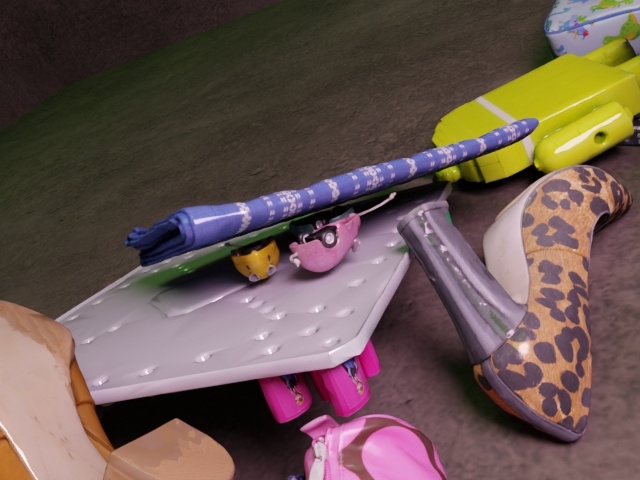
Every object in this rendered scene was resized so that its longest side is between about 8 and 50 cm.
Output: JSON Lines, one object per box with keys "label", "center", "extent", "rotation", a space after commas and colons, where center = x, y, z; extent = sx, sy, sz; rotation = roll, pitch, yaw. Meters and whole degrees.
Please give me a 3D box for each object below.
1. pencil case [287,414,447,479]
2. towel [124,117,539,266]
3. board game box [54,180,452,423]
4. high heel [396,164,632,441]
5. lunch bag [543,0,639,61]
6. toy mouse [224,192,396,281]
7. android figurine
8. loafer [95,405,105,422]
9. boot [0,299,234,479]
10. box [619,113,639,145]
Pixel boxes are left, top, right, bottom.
{"label": "pencil case", "center": [0.032, 0.186, 0.346], "extent": [0.095, 0.098, 0.209], "rotation": [-33, 26, 11]}
{"label": "towel", "center": [-0.002, -0.048, 0.632], "extent": [0.336, 0.040, 0.243], "rotation": [-19, 3, -25]}
{"label": "board game box", "center": [-0.089, 0.060, 0.620], "extent": [0.390, 0.050, 0.390], "rotation": [-14, 13, 23]}
{"label": "high heel", "center": [0.199, 0.039, 0.525], "extent": [0.261, 0.093, 0.186], "rotation": [-12, 61, -32]}
{"label": "lunch bag", "center": [0.398, -0.296, 0.882], "extent": [0.176, 0.090, 0.219], "rotation": [-7, 33, 35]}
{"label": "toy mouse", "center": [0.000, 0.000, 0.548], "extent": [0.143, 0.031, 0.161], "rotation": [-22, 11, -9]}
{"label": "android figurine", "center": [0.242, -0.140, 0.765], "extent": [0.273, 0.056, 0.248], "rotation": [-28, 22, 6]}
{"label": "loafer", "center": [-0.276, 0.168, 0.692], "extent": [0.148, 0.056, 0.050], "rotation": [-12, 37, 26]}
{"label": "boot", "center": [-0.182, 0.167, 0.395], "extent": [0.295, 0.211, 0.104], "rotation": [23, 13, 28]}
{"label": "box", "center": [0.356, -0.120, 0.687], "extent": [0.067, 0.018, 0.083], "rotation": [-39, 30, -24]}
